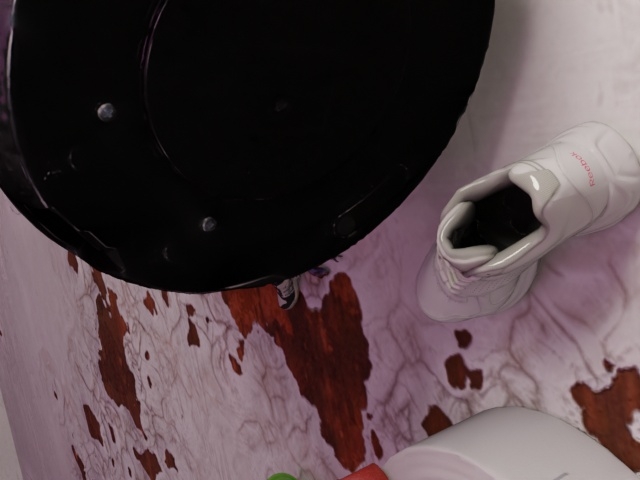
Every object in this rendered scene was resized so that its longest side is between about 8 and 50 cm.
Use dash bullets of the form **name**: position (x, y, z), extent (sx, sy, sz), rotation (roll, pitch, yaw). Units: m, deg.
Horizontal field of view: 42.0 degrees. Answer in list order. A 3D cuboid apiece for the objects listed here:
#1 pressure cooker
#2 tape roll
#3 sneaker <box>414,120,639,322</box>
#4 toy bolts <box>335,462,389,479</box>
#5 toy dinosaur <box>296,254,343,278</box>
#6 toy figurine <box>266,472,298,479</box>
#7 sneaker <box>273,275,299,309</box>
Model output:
- **pressure cooker**: position (-0.125, -0.211, 0.632), extent (0.370, 0.375, 0.420), rotation (-50, 47, 3)
- **tape roll**: position (0.163, 0.284, 0.679), extent (0.286, 0.100, 0.286), rotation (29, 126, 49)
- **sneaker**: position (0.116, -0.002, 0.609), extent (0.090, 0.115, 0.232), rotation (61, 145, 19)
- **toy bolts**: position (0.020, 0.300, 0.659), extent (0.228, 0.158, 0.218), rotation (61, 146, 19)
- **toy dinosaur**: position (0.000, 0.000, 0.878), extent (0.082, 0.047, 0.090), rotation (113, 165, -56)
- **toy figurine**: position (0.006, 0.338, 0.959), extent (0.159, 0.130, 0.173), rotation (-34, 50, 42)
- **sneaker**: position (-0.044, 0.047, 0.946), extent (0.032, 0.037, 0.083), rotation (44, 138, 36)
